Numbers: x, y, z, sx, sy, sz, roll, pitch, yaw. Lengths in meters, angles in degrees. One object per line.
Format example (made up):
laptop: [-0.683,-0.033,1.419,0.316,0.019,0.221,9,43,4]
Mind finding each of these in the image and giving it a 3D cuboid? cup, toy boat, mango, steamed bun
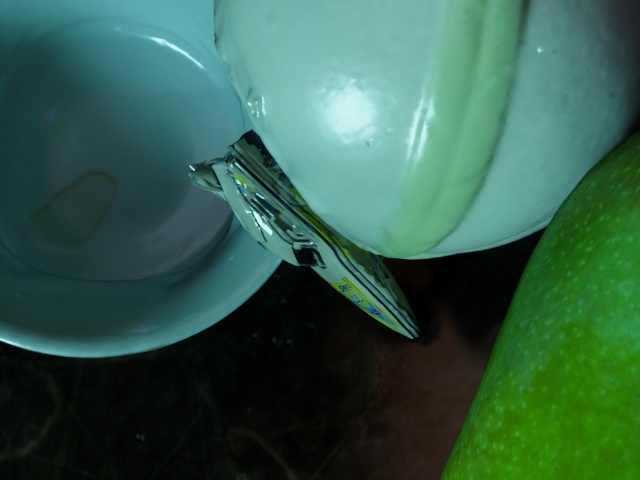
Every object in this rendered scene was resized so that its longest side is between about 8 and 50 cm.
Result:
cup: [-0.180,-0.079,0.666,0.347,0.163,0.347,1,84,-9]
toy boat: [0.000,0.000,0.571,0.066,0.210,0.084,-50,10,-21]
mango: [0.191,0.076,0.397,0.225,0.201,0.382,42,102,17]
steamed bun: [0.106,-0.151,0.501,0.309,0.309,0.309,-14,59,24]
